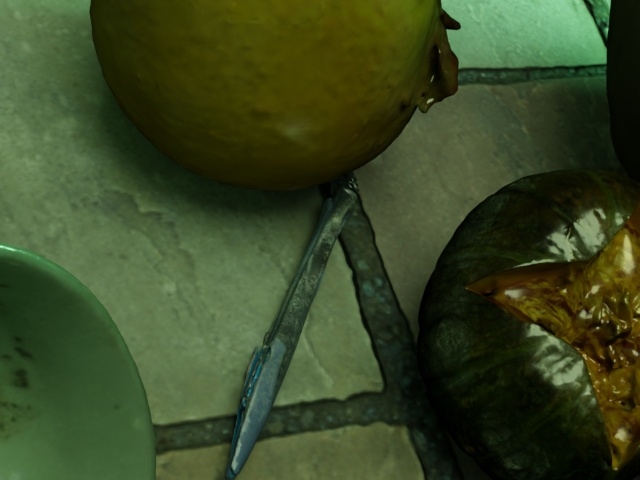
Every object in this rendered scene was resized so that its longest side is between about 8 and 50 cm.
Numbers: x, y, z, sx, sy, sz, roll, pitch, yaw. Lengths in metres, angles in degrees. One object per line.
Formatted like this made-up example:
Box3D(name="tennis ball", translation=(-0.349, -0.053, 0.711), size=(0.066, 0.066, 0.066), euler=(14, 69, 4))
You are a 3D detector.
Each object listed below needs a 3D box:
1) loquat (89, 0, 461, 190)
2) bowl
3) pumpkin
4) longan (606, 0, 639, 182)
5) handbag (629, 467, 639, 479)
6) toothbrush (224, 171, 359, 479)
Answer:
Box3D(name="loquat", translation=(-0.027, -0.166, 0.957), size=(0.275, 0.275, 0.275), euler=(10, 55, -15))
Box3D(name="bowl", translation=(-0.232, 0.141, 0.712), size=(0.289, 0.146, 0.289), euler=(0, 90, -56))
Box3D(name="pumpkin", translation=(0.178, 0.069, 0.947), size=(0.238, 0.159, 0.238), euler=(4, 79, -22))
Box3D(name="longan", translation=(0.413, -0.143, 1.030), size=(0.404, 0.404, 0.436), euler=(17, 48, -11))
Box3D(name="handbag", translation=(0.185, 0.247, 0.800), size=(0.127, 0.208, 0.229), euler=(27, 33, 13))
Box3D(name="toothbrush", translation=(0.000, 0.000, 0.996), size=(0.042, 0.035, 0.413), euler=(27, 53, -7))
